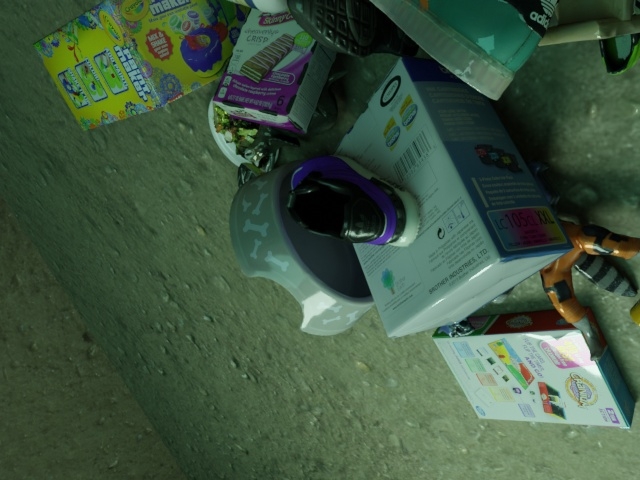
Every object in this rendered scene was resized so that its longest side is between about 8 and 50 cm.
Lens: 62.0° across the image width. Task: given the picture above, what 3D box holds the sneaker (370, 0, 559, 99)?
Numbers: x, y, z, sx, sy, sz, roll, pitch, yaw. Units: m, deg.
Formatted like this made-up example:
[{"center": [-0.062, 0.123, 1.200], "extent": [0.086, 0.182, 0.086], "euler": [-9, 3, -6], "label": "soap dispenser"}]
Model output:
[{"center": [0.121, -0.274, 0.547], "extent": [0.121, 0.108, 0.302], "euler": [-53, 53, 27], "label": "sneaker"}]

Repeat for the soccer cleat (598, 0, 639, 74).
[{"center": [0.362, -0.292, 0.648], "extent": [0.060, 0.072, 0.178], "euler": [0, 122, 40], "label": "soccer cleat"}]

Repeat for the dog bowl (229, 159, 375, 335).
[{"center": [0.000, 0.000, 1.010], "extent": [0.102, 0.349, 0.348], "euler": [-34, 99, 37], "label": "dog bowl"}]

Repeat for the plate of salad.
[{"center": [-0.178, -0.235, 1.173], "extent": [0.200, 0.048, 0.199], "euler": [22, 134, 25], "label": "plate of salad"}]

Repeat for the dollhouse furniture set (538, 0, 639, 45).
[{"center": [0.326, -0.387, 0.502], "extent": [0.394, 0.257, 0.361], "euler": [18, 121, 51], "label": "dollhouse furniture set"}]

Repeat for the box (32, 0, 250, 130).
[{"center": [-0.306, -0.360, 0.989], "extent": [0.279, 0.290, 0.177], "euler": [-1, 122, 42], "label": "box"}]

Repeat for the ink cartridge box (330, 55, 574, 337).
[{"center": [0.157, -0.088, 0.827], "extent": [0.270, 0.151, 0.395], "euler": [-50, 54, 49], "label": "ink cartridge box"}]

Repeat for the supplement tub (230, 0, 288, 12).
[{"center": [-0.172, -0.484, 0.770], "extent": [0.316, 0.228, 0.228], "euler": [20, 136, 8], "label": "supplement tub"}]

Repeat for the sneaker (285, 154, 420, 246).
[{"center": [0.004, -0.069, 0.801], "extent": [0.293, 0.146, 0.102], "euler": [30, 119, 54], "label": "sneaker"}]

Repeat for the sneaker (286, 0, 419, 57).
[{"center": [0.035, -0.308, 0.754], "extent": [0.130, 0.286, 0.109], "euler": [13, 104, 33], "label": "sneaker"}]

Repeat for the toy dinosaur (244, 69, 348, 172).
[{"center": [-0.036, -0.253, 1.012], "extent": [0.314, 0.121, 0.160], "euler": [-18, 122, 41], "label": "toy dinosaur"}]

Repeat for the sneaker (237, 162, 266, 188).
[{"center": [-0.096, -0.103, 1.164], "extent": [0.208, 0.094, 0.081], "euler": [42, 137, 16], "label": "sneaker"}]

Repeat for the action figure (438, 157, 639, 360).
[{"center": [0.343, 0.041, 0.879], "extent": [0.330, 0.178, 0.341], "euler": [39, 125, 17], "label": "action figure"}]

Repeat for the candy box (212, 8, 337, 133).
[{"center": [-0.061, -0.309, 0.882], "extent": [0.159, 0.233, 0.071], "euler": [18, 174, 28], "label": "candy box"}]

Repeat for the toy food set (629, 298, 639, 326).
[{"center": [0.530, 0.069, 0.688], "extent": [0.104, 0.232, 0.111], "euler": [104, 151, -44], "label": "toy food set"}]

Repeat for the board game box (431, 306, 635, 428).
[{"center": [0.417, 0.259, 1.072], "extent": [0.317, 0.064, 0.242], "euler": [-14, 113, 46], "label": "board game box"}]
